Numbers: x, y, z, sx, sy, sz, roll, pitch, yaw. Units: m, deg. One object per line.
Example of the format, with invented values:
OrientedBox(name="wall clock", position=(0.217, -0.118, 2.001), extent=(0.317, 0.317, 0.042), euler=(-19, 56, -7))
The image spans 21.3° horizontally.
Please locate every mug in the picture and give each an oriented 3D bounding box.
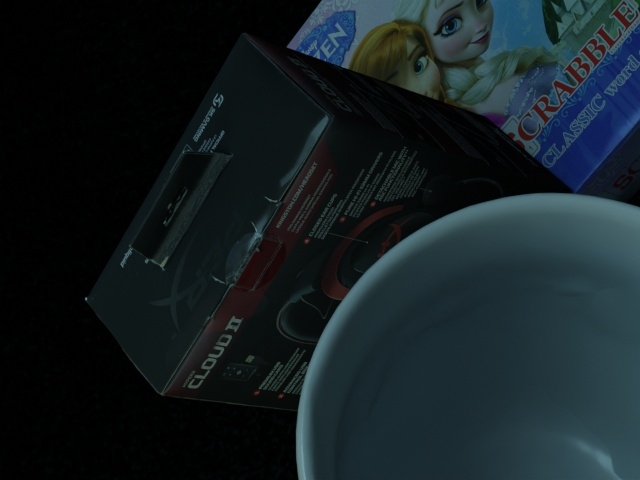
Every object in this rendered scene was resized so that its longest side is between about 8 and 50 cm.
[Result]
OrientedBox(name="mug", position=(0.170, 0.128, 1.048), extent=(0.374, 0.328, 0.276), euler=(-37, 72, -9))

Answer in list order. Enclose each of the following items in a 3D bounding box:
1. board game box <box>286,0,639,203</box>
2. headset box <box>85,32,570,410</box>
OrientedBox(name="board game box", position=(0.119, -0.122, 1.318), extent=(0.319, 0.066, 0.318), euler=(-51, 51, 21))
OrientedBox(name="headset box", position=(0.000, 0.000, 1.153), extent=(0.110, 0.293, 0.218), euler=(46, 112, 38))
